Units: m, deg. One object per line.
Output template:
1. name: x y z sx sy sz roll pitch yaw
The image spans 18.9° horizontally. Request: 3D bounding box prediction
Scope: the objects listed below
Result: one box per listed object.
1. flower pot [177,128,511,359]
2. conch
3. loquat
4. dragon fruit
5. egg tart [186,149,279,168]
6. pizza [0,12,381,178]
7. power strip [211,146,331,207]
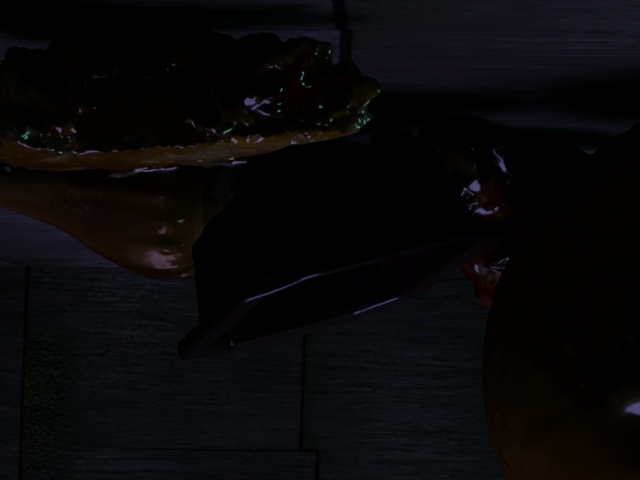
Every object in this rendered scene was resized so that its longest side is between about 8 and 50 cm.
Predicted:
1. flower pot: 0.000 0.000 1.220 0.179 0.084 0.251 -14 171 -19
2. conch: -0.159 -0.015 1.535 0.330 0.093 0.109 1 -177 10
3. loquat: 0.255 0.073 1.121 0.328 0.328 0.328 1 176 0
4. dragon fruit: 0.131 -0.026 1.311 0.125 0.125 0.246 1 159 31
5. egg tart: -0.061 -0.065 1.167 0.105 0.039 0.105 1 178 0
6. pizza: -0.070 -0.070 0.877 0.194 0.069 0.154 -6 176 1
7. power strip: 0.027 -0.026 1.432 0.272 0.052 0.078 4 -147 -51
